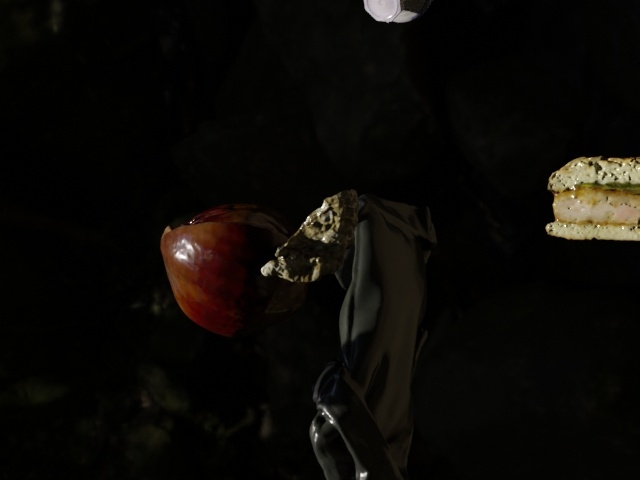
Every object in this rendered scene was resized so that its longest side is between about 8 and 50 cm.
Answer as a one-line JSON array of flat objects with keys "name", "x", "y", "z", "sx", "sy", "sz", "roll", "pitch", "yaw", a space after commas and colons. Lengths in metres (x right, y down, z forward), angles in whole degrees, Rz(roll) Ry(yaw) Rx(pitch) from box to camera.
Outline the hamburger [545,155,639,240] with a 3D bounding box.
[{"name": "hamburger", "x": 0.465, "y": -0.060, "z": 1.364, "sx": 0.262, "sy": 0.131, "sz": 0.124, "roll": 3, "pitch": 93, "yaw": 24}]

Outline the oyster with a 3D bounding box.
[{"name": "oyster", "x": 0.000, "y": 0.000, "z": 0.767, "sx": 0.038, "sy": 0.081, "sz": 0.083, "roll": 51, "pitch": 130, "yaw": 31}]

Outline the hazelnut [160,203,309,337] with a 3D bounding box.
[{"name": "hazelnut", "x": -0.091, "y": 0.025, "z": 1.098, "sx": 0.201, "sy": 0.170, "sz": 0.160, "roll": 95, "pitch": 155, "yaw": -65}]

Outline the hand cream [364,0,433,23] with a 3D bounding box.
[{"name": "hand cream", "x": 0.075, "y": -0.207, "z": 0.713, "sx": 0.053, "sy": 0.142, "sz": 0.084, "roll": 18, "pitch": 134, "yaw": 23}]

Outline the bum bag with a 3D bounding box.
[{"name": "bum bag", "x": 0.046, "y": 0.087, "z": 0.855, "sx": 0.080, "sy": 0.142, "sz": 0.326, "roll": -17, "pitch": 45, "yaw": 34}]
